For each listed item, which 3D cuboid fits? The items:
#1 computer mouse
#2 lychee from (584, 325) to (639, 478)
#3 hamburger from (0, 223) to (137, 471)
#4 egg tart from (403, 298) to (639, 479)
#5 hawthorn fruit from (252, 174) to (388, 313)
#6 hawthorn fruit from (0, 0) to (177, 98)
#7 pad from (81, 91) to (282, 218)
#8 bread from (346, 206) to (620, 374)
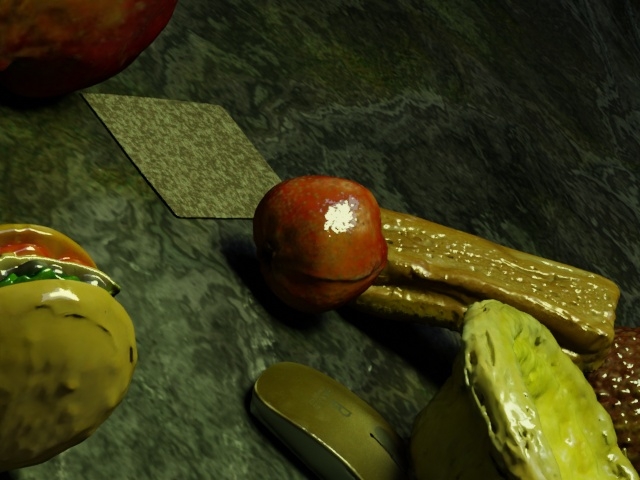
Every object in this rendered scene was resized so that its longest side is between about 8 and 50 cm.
[{"bbox_3d":[0.028,0.172,1.524,0.199,0.045,0.102,44,24,3],"label":"computer mouse"},{"bbox_3d":[0.304,0.170,1.830,0.194,0.194,0.194,36,23,-18],"label":"lychee"},{"bbox_3d":[-0.198,0.068,1.185,0.162,0.162,0.115,21,24,-44],"label":"hamburger"},{"bbox_3d":[0.177,0.213,1.544,0.345,0.132,0.345,53,16,-22],"label":"egg tart"},{"bbox_3d":[0.000,0.000,1.669,0.128,0.128,0.128,36,23,-18],"label":"hawthorn fruit"},{"bbox_3d":[-0.228,-0.206,1.601,0.208,0.208,0.248,38,47,-14],"label":"hawthorn fruit"},{"bbox_3d":[-0.113,-0.078,1.787,0.158,0.003,0.235,51,23,19],"label":"pad"},{"bbox_3d":[0.145,0.045,1.781,0.270,0.077,0.139,16,28,2],"label":"bread"}]
